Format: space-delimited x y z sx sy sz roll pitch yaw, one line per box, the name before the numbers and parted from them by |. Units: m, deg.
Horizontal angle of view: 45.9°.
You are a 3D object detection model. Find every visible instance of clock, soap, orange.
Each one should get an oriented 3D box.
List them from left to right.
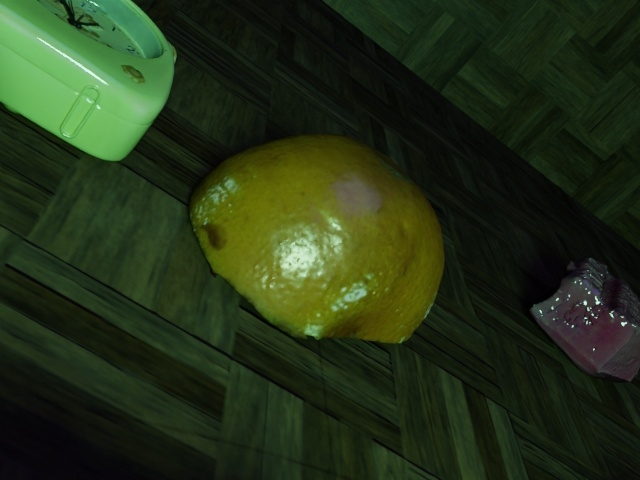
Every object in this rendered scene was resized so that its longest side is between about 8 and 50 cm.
clock | -0.271 -0.225 0.821 0.235 0.096 0.308 32 24 -19
orange | 0.002 0.001 0.862 0.310 0.274 0.274 -10 48 -23
soap | 0.501 0.137 1.352 0.220 0.127 0.325 48 23 13
